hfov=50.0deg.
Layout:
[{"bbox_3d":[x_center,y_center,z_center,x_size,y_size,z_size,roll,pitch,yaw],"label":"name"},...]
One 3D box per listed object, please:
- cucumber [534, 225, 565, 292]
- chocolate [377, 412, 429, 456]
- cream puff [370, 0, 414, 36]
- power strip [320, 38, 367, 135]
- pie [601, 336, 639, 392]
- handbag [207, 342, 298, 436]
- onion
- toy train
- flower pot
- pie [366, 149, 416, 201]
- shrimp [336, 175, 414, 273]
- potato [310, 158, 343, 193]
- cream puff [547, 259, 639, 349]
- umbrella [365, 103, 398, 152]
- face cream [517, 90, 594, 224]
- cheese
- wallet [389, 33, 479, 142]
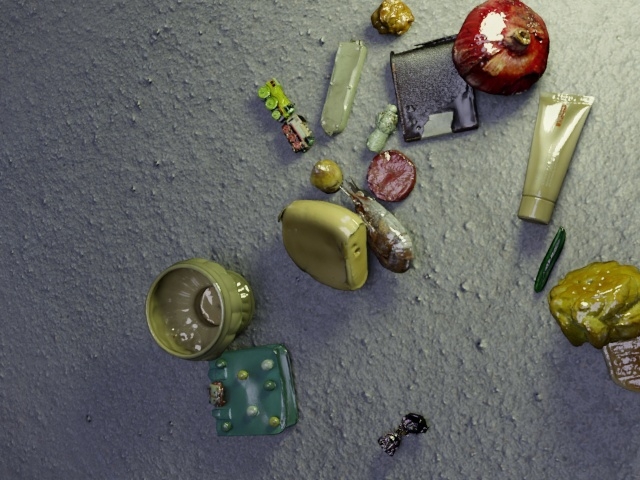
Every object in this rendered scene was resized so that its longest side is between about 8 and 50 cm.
[{"bbox_3d":[0.592,0.051,1.769,0.033,0.036,0.184,25,100,12],"label":"cucumber"},{"bbox_3d":[0.232,0.536,1.914,0.147,0.070,0.072,-37,65,8],"label":"chocolate"},{"bbox_3d":[0.196,-0.617,1.908,0.122,0.116,0.094,40,92,34],"label":"cream puff"},{"bbox_3d":[0.064,-0.442,1.997,0.080,0.048,0.286,17,96,25],"label":"power strip"},{"bbox_3d":[0.785,0.274,1.677,0.195,0.046,0.195,0,90,25],"label":"pie"},{"bbox_3d":[-0.216,0.461,2.079,0.274,0.100,0.269,-9,87,23],"label":"handbag"},{"bbox_3d":[0.458,-0.485,1.721,0.252,0.219,0.252,-1,99,-7],"label":"onion"},{"bbox_3d":[-0.101,-0.372,2.066,0.085,0.053,0.250,-35,76,13],"label":"toy train"},{"bbox_3d":[-0.343,0.205,2.062,0.307,0.244,0.308,0,91,25],"label":"flower pot"},{"bbox_3d":[0.201,-0.182,1.940,0.154,0.036,0.155,0,89,23],"label":"pie"},{"bbox_3d":[0.147,-0.049,1.921,0.116,0.145,0.343,-26,64,-19],"label":"shrimp"},{"bbox_3d":[0.018,-0.182,1.985,0.066,0.103,0.096,31,103,24],"label":"potato"},{"bbox_3d":[0.661,0.153,1.629,0.244,0.244,0.196,-25,80,21],"label":"cream puff"},{"bbox_3d":[0.176,-0.317,1.941,0.067,0.062,0.144,21,111,-13],"label":"umbrella"},{"bbox_3d":[0.588,-0.212,1.757,0.137,0.084,0.341,15,88,32],"label":"face cream"},{"bbox_3d":[0.000,0.000,1.939,0.315,0.128,0.260,21,125,38],"label":"cheese"},{"bbox_3d":[0.311,-0.416,1.883,0.220,0.071,0.263,-8,93,22],"label":"wallet"}]
